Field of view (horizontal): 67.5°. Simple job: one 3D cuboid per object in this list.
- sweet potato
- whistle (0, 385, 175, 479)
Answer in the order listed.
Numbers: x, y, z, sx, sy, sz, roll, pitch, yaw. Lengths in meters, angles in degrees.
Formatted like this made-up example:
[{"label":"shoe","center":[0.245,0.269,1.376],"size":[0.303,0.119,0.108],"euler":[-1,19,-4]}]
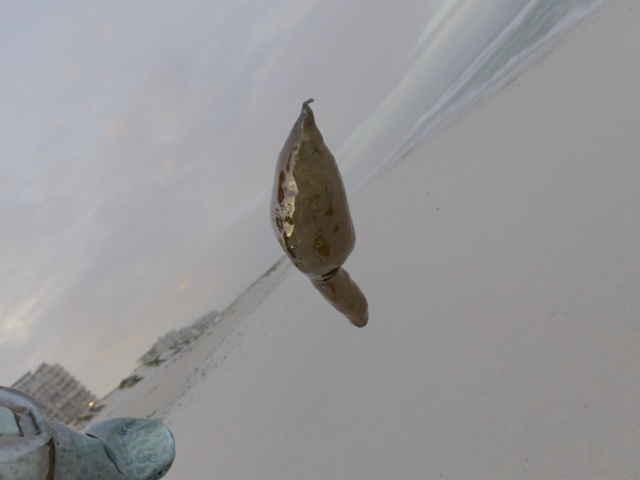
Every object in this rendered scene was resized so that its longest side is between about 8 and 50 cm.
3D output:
[{"label":"sweet potato","center":[-0.001,0.002,0.453],"size":[0.074,0.075,0.269],"euler":[-49,-41,-33]},{"label":"whistle","center":[-0.321,0.261,0.526],"size":[0.189,0.189,0.348],"euler":[-48,-36,17]}]
